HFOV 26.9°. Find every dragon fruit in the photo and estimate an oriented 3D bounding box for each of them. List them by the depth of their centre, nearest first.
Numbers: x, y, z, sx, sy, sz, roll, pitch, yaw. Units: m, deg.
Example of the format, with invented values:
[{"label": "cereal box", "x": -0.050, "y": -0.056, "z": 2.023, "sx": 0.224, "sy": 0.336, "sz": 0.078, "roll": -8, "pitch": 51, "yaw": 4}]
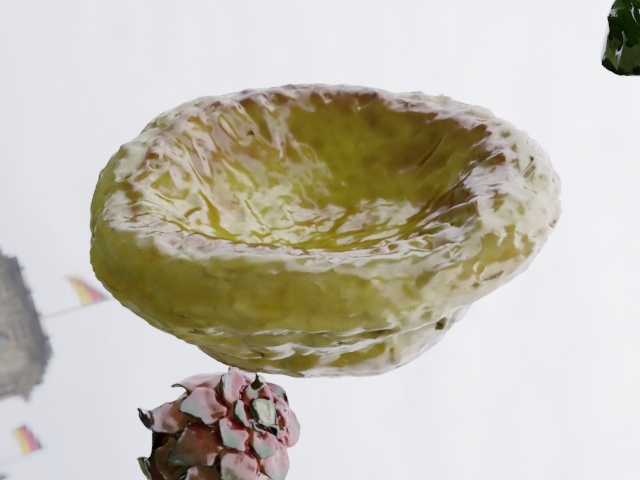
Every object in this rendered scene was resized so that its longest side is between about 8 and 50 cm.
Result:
[{"label": "dragon fruit", "x": -0.085, "y": 0.175, "z": 1.142, "sx": 0.130, "sy": 0.142, "sz": 0.121, "roll": 55, "pitch": -18, "yaw": 30}]

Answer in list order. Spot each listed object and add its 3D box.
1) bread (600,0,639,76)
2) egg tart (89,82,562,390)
[{"label": "bread", "x": 0.277, "y": -0.223, "z": 0.610, "sx": 0.129, "sy": 0.366, "sz": 0.382, "roll": 31, "pitch": -60, "yaw": 7}, {"label": "egg tart", "x": 0.000, "y": 0.000, "z": 0.866, "sx": 0.319, "sy": 0.319, "sz": 0.128, "roll": 38, "pitch": -38, "yaw": 51}]
